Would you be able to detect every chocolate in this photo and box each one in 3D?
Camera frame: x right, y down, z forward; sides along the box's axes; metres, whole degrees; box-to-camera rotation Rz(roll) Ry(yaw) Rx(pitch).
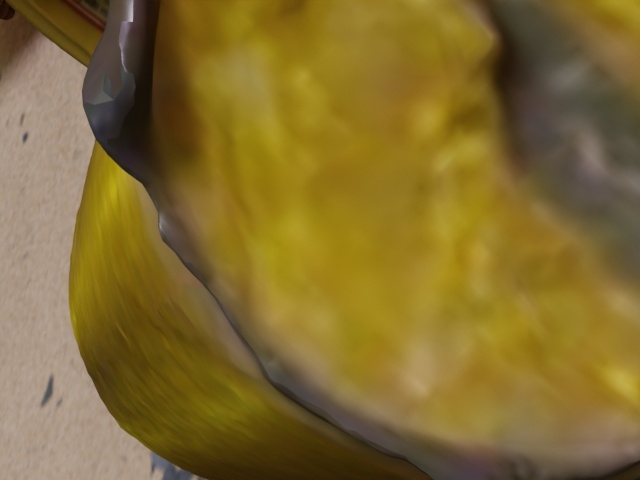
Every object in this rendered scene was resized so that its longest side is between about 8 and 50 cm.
[{"bbox_3d":[-0.014,0.000,0.528,0.445,0.162,0.162,146,135,-73],"label":"chocolate"}]

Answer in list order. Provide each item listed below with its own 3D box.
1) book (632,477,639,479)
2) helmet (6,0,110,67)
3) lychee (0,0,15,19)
[{"bbox_3d":[0.120,0.132,0.326,0.428,0.039,0.300,-42,37,-5],"label":"book"},{"bbox_3d":[-0.013,-0.121,0.675,0.257,0.205,0.140,18,71,36],"label":"helmet"},{"bbox_3d":[-0.226,-0.226,0.987,0.200,0.200,0.238,27,90,55],"label":"lychee"}]
